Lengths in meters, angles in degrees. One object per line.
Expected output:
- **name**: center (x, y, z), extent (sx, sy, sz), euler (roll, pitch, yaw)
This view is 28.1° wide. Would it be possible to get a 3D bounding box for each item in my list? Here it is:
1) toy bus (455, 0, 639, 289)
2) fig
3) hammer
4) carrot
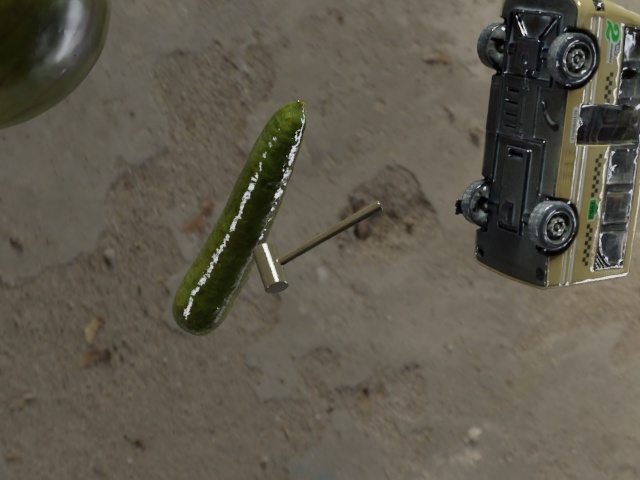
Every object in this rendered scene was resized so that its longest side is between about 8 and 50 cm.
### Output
- **toy bus**: center (0.311, -0.131, 1.629), extent (0.202, 0.177, 0.365), euler (-3, 105, -29)
- **fig**: center (-0.239, -0.113, 0.766), extent (0.259, 0.151, 0.151), euler (-34, 118, 25)
- **hammer**: center (0.000, 0.000, 0.941), extent (0.110, 0.035, 0.019), euler (-29, 154, 20)
- **carrot**: center (-0.091, -0.025, 1.536), extent (0.074, 0.074, 0.358), euler (15, 125, -20)
